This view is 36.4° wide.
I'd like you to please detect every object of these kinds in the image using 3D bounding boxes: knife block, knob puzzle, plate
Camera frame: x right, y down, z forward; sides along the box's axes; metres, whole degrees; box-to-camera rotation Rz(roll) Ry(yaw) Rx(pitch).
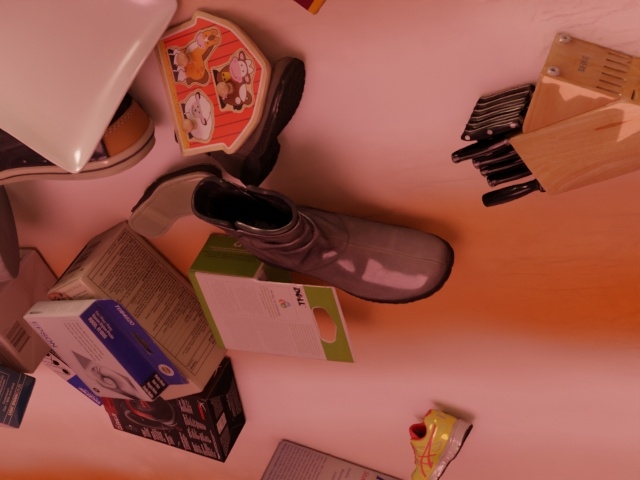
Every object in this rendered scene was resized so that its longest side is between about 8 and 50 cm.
[{"bbox_3d":[0.302,-0.110,1.153,0.276,0.088,0.242,19,140,11],"label":"knife block"},{"bbox_3d":[-0.144,-0.207,1.283,0.213,0.030,0.213,12,110,37],"label":"knob puzzle"},{"bbox_3d":[-0.370,-0.275,1.303,0.277,0.045,0.278,32,98,-3],"label":"plate"}]

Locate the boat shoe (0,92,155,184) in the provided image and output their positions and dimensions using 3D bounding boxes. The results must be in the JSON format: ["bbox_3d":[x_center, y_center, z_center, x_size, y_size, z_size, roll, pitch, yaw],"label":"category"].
[{"bbox_3d":[-0.489,-0.175,1.482,0.501,0.186,0.156,-3,130,24],"label":"boat shoe"}]

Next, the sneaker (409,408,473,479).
[{"bbox_3d":[0.196,0.366,1.741,0.094,0.081,0.208,30,135,9],"label":"sneaker"}]

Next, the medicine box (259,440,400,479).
[{"bbox_3d":[0.025,0.580,2.005,0.290,0.149,0.263,16,139,15],"label":"medicine box"}]

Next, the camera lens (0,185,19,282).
[{"bbox_3d":[-0.679,-0.003,1.665,0.275,0.219,0.219,-12,135,-6],"label":"camera lens"}]

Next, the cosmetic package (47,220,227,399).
[{"bbox_3d":[-0.310,0.129,1.720,0.129,0.153,0.296,-22,118,45],"label":"cosmetic package"}]

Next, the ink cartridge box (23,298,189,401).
[{"bbox_3d":[-0.368,0.189,1.665,0.224,0.045,0.223,-6,130,40],"label":"ink cartridge box"}]

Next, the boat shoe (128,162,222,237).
[{"bbox_3d":[-0.222,-0.075,1.512,0.081,0.068,0.228,35,142,-26],"label":"boat shoe"}]

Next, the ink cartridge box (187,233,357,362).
[{"bbox_3d":[-0.063,0.097,1.585,0.255,0.097,0.188,4,134,22],"label":"ink cartridge box"}]

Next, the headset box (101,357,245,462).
[{"bbox_3d":[-0.315,0.305,1.940,0.293,0.110,0.218,12,137,19],"label":"headset box"}]

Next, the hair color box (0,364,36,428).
[{"bbox_3d":[-0.712,0.236,1.751,0.174,0.105,0.347,-5,153,42],"label":"hair color box"}]

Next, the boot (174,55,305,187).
[{"bbox_3d":[-0.124,-0.182,1.338,0.161,0.083,0.246,32,139,5],"label":"boot"}]

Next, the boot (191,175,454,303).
[{"bbox_3d":[0.000,0.000,1.351,0.338,0.118,0.223,6,167,23],"label":"boot"}]

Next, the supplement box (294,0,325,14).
[{"bbox_3d":[-0.047,-0.355,1.082,0.188,0.104,0.081,34,141,-6],"label":"supplement box"}]

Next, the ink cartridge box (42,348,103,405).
[{"bbox_3d":[-0.521,0.265,2.070,0.207,0.046,0.097,40,140,-14],"label":"ink cartridge box"}]

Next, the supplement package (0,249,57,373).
[{"bbox_3d":[-0.668,0.134,1.913,0.293,0.175,0.177,1,135,30],"label":"supplement package"}]
